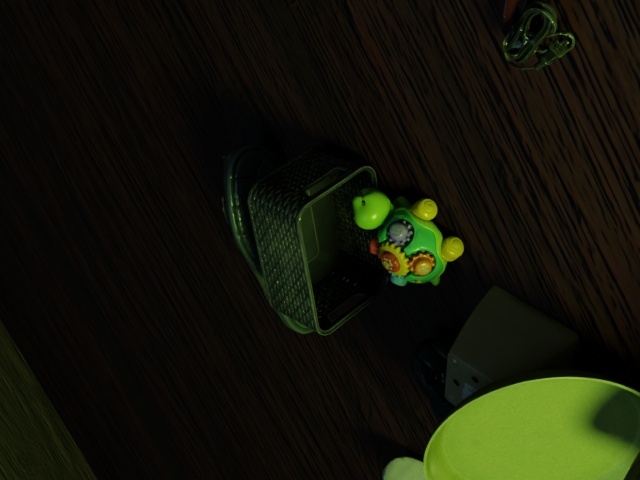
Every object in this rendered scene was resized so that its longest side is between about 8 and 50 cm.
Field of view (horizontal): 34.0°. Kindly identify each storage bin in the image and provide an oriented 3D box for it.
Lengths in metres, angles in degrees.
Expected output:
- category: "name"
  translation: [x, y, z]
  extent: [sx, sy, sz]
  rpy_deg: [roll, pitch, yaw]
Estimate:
- category: "storage bin"
  translation: [0.000, 0.000, 1.184]
  extent: [0.084, 0.122, 0.180]
  rpy_deg: [25, 137, 40]

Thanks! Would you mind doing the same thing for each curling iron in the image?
- category: "curling iron"
  translation: [0.178, -0.245, 0.796]
  extent: [0.068, 0.035, 0.274]
  rpy_deg: [31, 142, 27]

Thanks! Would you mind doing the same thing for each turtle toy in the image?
- category: "turtle toy"
  translation: [0.085, -0.004, 1.119]
  extent: [0.130, 0.066, 0.095]
  rpy_deg: [55, 149, 1]

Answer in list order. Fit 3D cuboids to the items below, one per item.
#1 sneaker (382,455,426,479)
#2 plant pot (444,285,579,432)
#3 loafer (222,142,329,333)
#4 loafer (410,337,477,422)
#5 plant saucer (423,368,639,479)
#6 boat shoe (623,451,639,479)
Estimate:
- category: "sneaker"
  translation: [0.161, 0.377, 1.374]
  extent: [0.212, 0.080, 0.094]
  rpy_deg: [42, 158, 19]
- category: "plant pot"
  translation: [0.187, 0.132, 1.080]
  extent: [0.109, 0.096, 0.109]
  rpy_deg: [33, 141, 33]
- category: "loafer"
  translation: [-0.072, -0.001, 1.316]
  extent: [0.084, 0.096, 0.267]
  rpy_deg: [19, 136, 53]
- category: "loafer"
  translation: [0.180, 0.202, 1.190]
  extent: [0.223, 0.076, 0.078]
  rpy_deg: [53, 180, -6]
- category: "plant saucer"
  translation: [0.220, 0.202, 1.038]
  extent: [0.037, 0.241, 0.241]
  rpy_deg: [-93, 1, -48]
- category: "boat shoe"
  translation: [0.385, 0.190, 0.860]
  extent: [0.116, 0.123, 0.324]
  rpy_deg: [46, 155, 2]
